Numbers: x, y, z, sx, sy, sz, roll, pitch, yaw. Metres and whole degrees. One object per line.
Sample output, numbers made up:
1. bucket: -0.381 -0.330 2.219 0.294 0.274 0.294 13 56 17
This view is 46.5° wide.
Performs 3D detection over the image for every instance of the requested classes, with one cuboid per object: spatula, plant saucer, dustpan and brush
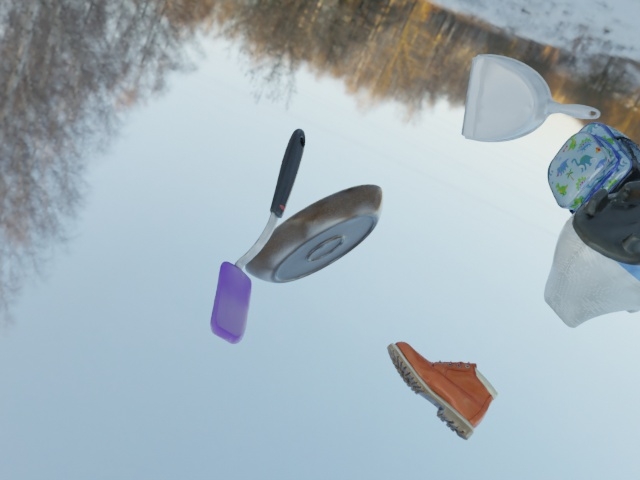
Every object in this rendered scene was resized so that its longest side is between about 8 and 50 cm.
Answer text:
1. spatula: -0.072 -0.013 0.948 0.030 0.296 0.084 13 162 29
2. plant saucer: 0.000 0.000 1.456 0.310 0.310 0.050 -5 -120 -59
3. dustpan and brush: 0.351 -0.224 1.235 0.211 0.147 0.060 17 -159 33

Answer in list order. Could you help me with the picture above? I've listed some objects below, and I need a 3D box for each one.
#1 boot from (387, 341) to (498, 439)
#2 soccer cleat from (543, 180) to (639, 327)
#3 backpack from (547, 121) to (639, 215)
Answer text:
1. boot: 0.161 0.178 0.985 0.158 0.084 0.059 44 169 2
2. soccer cleat: 0.359 -0.001 0.735 0.331 0.143 0.116 -11 -132 -21
3. backpack: 0.320 -0.081 0.866 0.084 0.105 0.114 20 -146 -19
